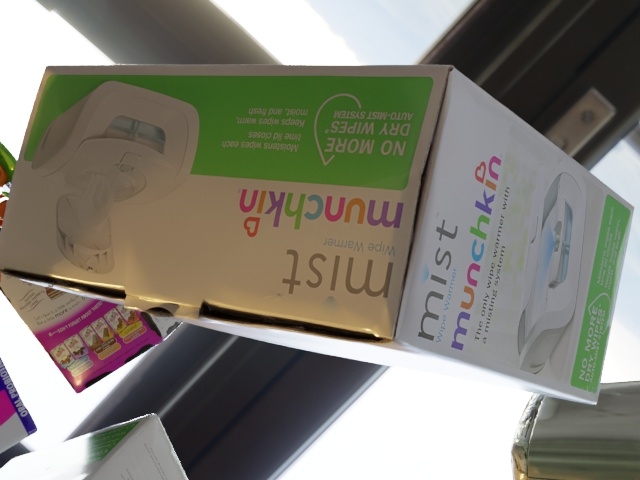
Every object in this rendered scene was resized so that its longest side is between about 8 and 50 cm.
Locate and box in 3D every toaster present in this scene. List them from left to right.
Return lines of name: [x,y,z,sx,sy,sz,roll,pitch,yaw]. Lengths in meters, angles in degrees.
toaster: [0.271,0.211,1.037,0.227,0.146,0.129,-43,-53,-62]

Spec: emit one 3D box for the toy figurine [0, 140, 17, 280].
toy figurine: [-0.361,0.002,1.097,0.173,0.159,0.130,57,158,-11]

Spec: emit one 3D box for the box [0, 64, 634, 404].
box: [0.000,0.000,0.591,0.262,0.127,0.231,7,171,37]

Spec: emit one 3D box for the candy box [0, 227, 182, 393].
candy box: [-0.306,0.055,1.356,0.233,0.159,0.071,55,-157,-7]

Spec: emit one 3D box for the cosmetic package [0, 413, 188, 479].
cosmetic package: [-0.260,0.312,0.929,0.155,0.197,0.365,67,-160,-8]

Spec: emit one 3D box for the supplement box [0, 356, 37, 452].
supplement box: [-0.331,0.140,0.747,0.220,0.114,0.111,-31,-79,-38]
